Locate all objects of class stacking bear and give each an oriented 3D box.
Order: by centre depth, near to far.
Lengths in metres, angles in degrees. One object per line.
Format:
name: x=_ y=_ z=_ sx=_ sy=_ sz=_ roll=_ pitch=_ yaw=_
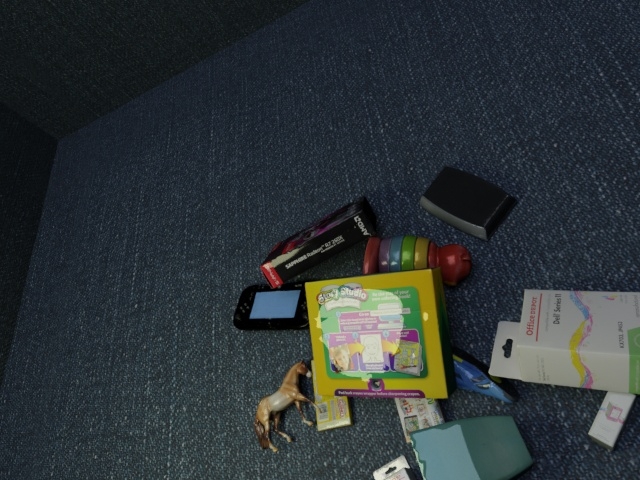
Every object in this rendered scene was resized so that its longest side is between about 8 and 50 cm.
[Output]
stacking bear: x=0.286 y=0.066 z=1.401 sx=0.288 sy=0.175 sz=0.165 roll=1 pitch=72 yaw=20

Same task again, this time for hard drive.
hard drive: x=0.438 y=-0.123 z=1.471 sx=0.254 sy=0.054 sz=0.172 roll=36 pitch=86 yaw=38

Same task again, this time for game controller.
game controller: x=-0.146 y=0.218 z=1.615 sx=0.318 sy=0.067 sz=0.167 roll=-6 pitch=62 yaw=27

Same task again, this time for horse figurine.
horse figurine: x=-0.109 y=0.496 z=1.430 sx=0.263 sy=0.066 sz=0.174 roll=-43 pitch=59 yaw=6

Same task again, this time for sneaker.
sneaker: x=0.397 y=0.356 z=1.237 sx=0.209 sy=0.069 sz=0.082 roll=32 pitch=110 yaw=32

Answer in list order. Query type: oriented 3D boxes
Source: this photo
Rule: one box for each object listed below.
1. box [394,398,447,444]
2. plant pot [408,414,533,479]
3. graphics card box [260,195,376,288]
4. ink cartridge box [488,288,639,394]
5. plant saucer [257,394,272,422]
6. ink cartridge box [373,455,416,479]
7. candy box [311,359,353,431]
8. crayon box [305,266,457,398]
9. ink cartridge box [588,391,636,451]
box: x=0.256 y=0.419 z=1.292 sx=0.114 sy=0.036 sz=0.207 roll=-24 pitch=55 yaw=17
plant pot: x=0.353 y=0.502 z=1.120 sx=0.234 sy=0.166 sz=0.166 roll=-22 pitch=55 yaw=8
graphics card box: x=0.000 y=0.000 z=1.555 sx=0.370 sy=0.094 sz=0.233 roll=-28 pitch=11 yaw=14
ink cartridge box: x=0.574 y=0.220 z=1.116 sx=0.353 sy=0.119 sz=0.207 roll=-2 pitch=33 yaw=29
plant saucer: x=-0.164 y=0.516 z=1.495 sx=0.083 sy=0.015 sz=0.084 roll=-13 pitch=59 yaw=23
ink cartridge box: x=0.196 y=0.635 z=1.194 sx=0.104 sy=0.060 sz=0.180 roll=-35 pitch=53 yaw=10
candy box: x=0.032 y=0.439 z=1.416 sx=0.105 sy=0.027 sz=0.206 roll=-19 pitch=57 yaw=19
crayon box: x=0.151 y=0.244 z=1.285 sx=0.362 sy=0.106 sz=0.314 roll=-8 pitch=85 yaw=28
ink cartridge box: x=0.636 y=0.386 z=1.057 sx=0.052 sy=0.088 sz=0.123 roll=25 pitch=78 yaw=40
